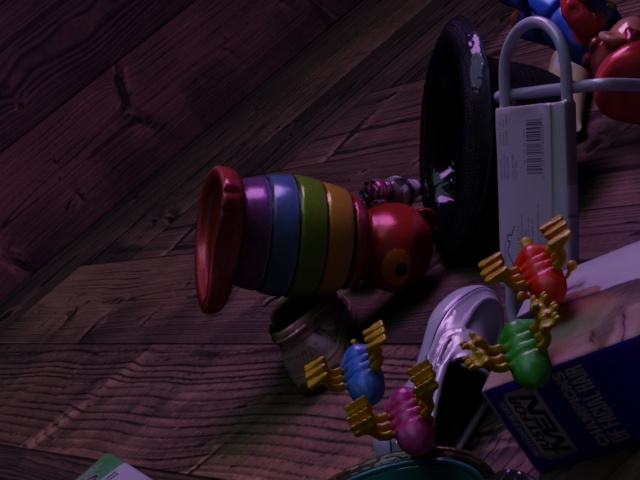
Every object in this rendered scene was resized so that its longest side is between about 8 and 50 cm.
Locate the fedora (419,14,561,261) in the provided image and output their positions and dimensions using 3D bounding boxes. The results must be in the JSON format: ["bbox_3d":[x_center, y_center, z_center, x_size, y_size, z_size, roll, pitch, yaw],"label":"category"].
[{"bbox_3d":[0.222,-0.124,2.142,0.152,0.334,0.334,0,14,-7],"label":"fedora"}]

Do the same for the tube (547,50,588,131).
[{"bbox_3d":[0.333,-0.189,2.371,0.240,0.062,0.070,-67,-9,-55],"label":"tube"}]

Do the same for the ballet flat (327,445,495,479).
[{"bbox_3d":[0.014,0.281,1.559,0.342,0.116,0.124,-36,-4,12],"label":"ballet flat"}]

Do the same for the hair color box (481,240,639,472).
[{"bbox_3d":[0.324,0.068,1.503,0.339,0.110,0.185,-26,18,35],"label":"hair color box"}]

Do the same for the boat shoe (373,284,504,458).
[{"bbox_3d":[0.144,0.141,1.724,0.084,0.095,0.258,-15,35,42],"label":"boat shoe"}]

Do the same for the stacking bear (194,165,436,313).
[{"bbox_3d":[0.000,0.000,2.115,0.289,0.175,0.164,5,20,-14],"label":"stacking bear"}]

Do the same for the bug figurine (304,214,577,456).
[{"bbox_3d":[0.121,0.098,1.525,0.279,0.072,0.216,-30,23,12],"label":"bug figurine"}]

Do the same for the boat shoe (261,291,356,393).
[{"bbox_3d":[-0.017,0.098,2.165,0.104,0.089,0.285,-34,15,4],"label":"boat shoe"}]

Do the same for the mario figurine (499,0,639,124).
[{"bbox_3d":[0.363,-0.257,2.094,0.320,0.198,0.170,45,117,45],"label":"mario figurine"}]

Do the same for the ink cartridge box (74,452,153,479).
[{"bbox_3d":[-0.225,0.350,1.783,0.211,0.121,0.289,-40,16,-16],"label":"ink cartridge box"}]

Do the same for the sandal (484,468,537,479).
[{"bbox_3d":[0.176,0.272,1.261,0.120,0.086,0.303,-45,33,-4],"label":"sandal"}]

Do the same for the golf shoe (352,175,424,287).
[{"bbox_3d":[0.080,-0.007,2.257,0.086,0.067,0.186,-7,-41,-31],"label":"golf shoe"}]

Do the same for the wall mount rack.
[{"bbox_3d":[0.240,-0.054,1.806,0.130,0.350,0.304,-2,1,-29],"label":"wall mount rack"}]
